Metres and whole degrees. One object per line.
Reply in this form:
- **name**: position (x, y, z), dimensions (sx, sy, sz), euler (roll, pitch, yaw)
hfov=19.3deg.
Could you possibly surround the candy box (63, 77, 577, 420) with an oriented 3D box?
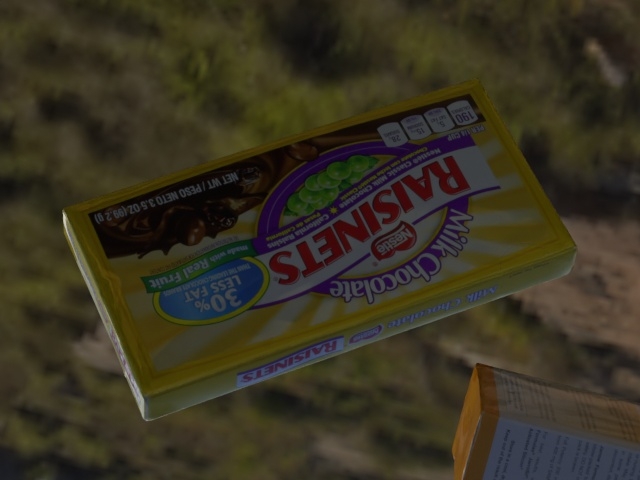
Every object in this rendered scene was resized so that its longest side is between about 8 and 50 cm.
- **candy box**: position (0.000, 0.000, 0.837), dimensions (0.206, 0.105, 0.027), euler (-19, 153, -15)

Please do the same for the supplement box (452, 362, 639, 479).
- **supplement box**: position (0.094, 0.075, 0.615), dimensions (0.098, 0.036, 0.062), euler (14, -169, 1)
